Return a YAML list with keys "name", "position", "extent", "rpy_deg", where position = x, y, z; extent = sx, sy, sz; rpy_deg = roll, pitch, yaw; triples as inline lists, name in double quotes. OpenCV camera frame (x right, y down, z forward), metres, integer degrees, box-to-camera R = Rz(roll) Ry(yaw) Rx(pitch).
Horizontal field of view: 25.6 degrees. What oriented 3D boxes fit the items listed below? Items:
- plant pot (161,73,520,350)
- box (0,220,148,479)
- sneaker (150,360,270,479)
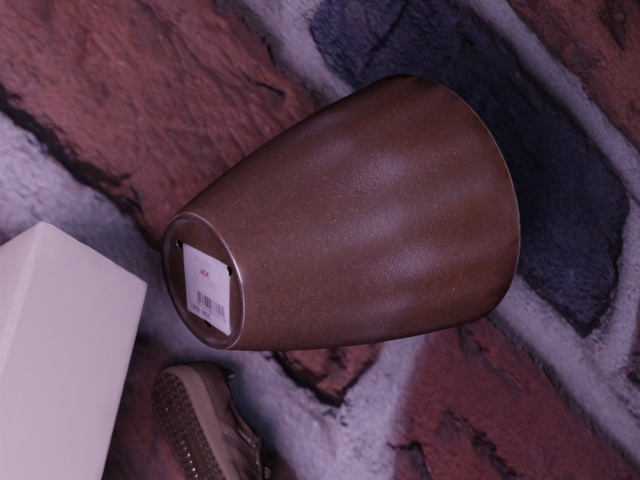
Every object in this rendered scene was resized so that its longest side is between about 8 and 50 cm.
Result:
- name: "plant pot"
  position: [0.000, 0.000, 1.101]
  extent: [0.230, 0.215, 0.215]
  rpy_deg: [-21, 84, -35]
- name: "box"
  position: [-0.197, 0.133, 0.867]
  extent: [0.094, 0.113, 0.275]
  rpy_deg: [34, 48, -29]
- name: "sneaker"
  position: [-0.060, 0.175, 1.021]
  extent: [0.071, 0.066, 0.188]
  rpy_deg: [-6, 73, -49]
